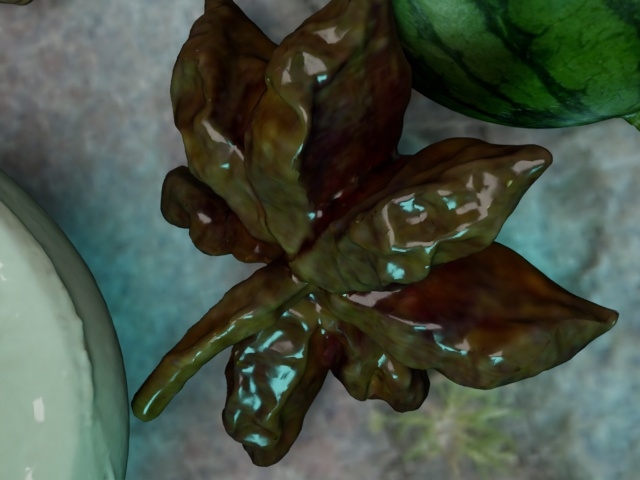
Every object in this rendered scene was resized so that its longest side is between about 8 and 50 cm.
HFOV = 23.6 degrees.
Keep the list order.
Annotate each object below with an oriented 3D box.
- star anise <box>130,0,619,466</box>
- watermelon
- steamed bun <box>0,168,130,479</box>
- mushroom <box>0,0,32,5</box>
[{"bbox_3d":[0.007,-0.001,0.574,0.196,0.111,0.212,3,107,24],"label":"star anise"},{"bbox_3d":[0.089,-0.136,0.552,0.204,0.127,0.232,-10,99,8],"label":"watermelon"},{"bbox_3d":[-0.187,0.069,0.561,0.232,0.145,0.232,1,82,-10],"label":"steamed bun"},{"bbox_3d":[-0.077,-0.247,0.592,0.109,0.097,0.351,37,105,8],"label":"mushroom"}]
